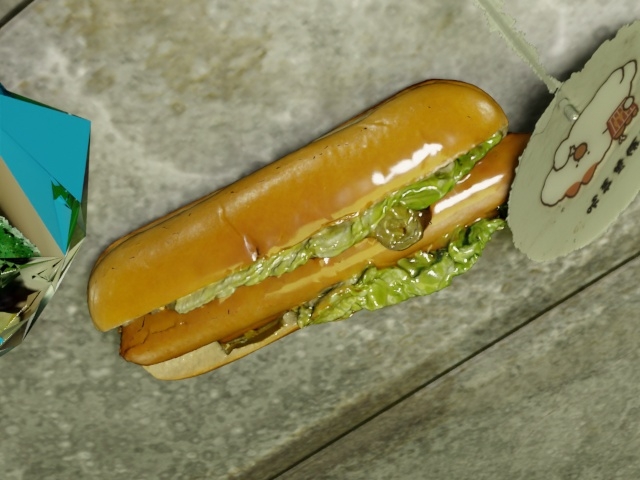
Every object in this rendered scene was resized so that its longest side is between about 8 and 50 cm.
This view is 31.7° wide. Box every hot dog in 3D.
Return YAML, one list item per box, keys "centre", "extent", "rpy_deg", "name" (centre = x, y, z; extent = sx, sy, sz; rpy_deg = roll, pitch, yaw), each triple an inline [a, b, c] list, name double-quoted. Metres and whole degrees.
- centre: [0.000, 0.000, 0.776]
  extent: [0.337, 0.100, 0.135]
  rpy_deg: [-26, 133, 9]
  name: "hot dog"

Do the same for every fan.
- centre: [0.158, -0.088, 0.723]
  extent: [0.191, 0.009, 0.329]
  rpy_deg: [-55, 144, 5]
  name: "fan"

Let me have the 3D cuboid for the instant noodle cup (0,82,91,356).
- centre: [-0.254, -0.031, 0.603]
  extent: [0.240, 0.240, 0.178]
  rpy_deg: [-30, 143, 13]
  name: "instant noodle cup"
